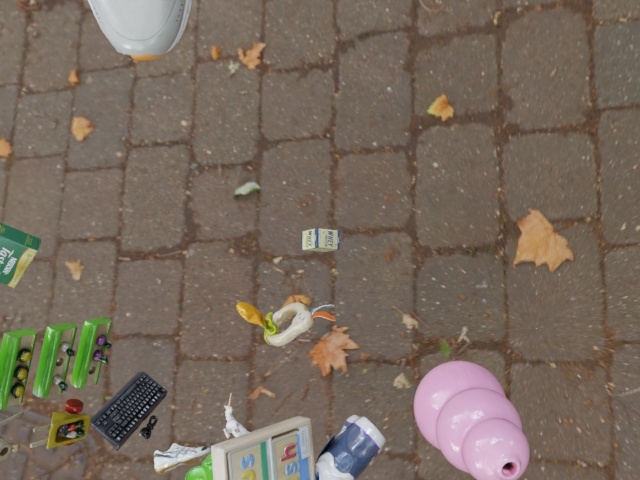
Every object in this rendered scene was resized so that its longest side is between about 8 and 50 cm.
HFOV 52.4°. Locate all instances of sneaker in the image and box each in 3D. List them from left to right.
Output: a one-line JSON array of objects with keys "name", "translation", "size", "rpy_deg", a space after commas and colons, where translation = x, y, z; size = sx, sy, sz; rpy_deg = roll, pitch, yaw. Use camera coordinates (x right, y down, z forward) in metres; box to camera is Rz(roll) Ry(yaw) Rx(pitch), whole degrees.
[{"name": "sneaker", "translation": [-0.163, -0.282, 0.520], "size": [0.099, 0.121, 0.263], "rpy_deg": [-3, 98, -1]}, {"name": "sneaker", "translation": [-0.203, 0.310, 0.952], "size": [0.083, 0.032, 0.037], "rpy_deg": [-11, 55, -21]}, {"name": "sneaker", "translation": [0.053, 0.596, 1.751], "size": [0.236, 0.323, 0.130], "rpy_deg": [-42, 77, -15]}]

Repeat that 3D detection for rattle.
[{"name": "rattle", "translation": [-0.079, 0.166, 1.575], "size": [0.199, 0.130, 0.143], "rpy_deg": [-21, 106, 41]}]

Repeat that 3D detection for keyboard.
[{"name": "keyboard", "translation": [-0.368, 0.342, 1.298], "size": [0.108, 0.180, 0.023], "rpy_deg": [44, 119, -2]}]

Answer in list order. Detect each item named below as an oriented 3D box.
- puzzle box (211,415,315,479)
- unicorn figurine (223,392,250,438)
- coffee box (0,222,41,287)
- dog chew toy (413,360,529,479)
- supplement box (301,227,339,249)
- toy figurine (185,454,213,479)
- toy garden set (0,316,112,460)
[{"name": "puzzle box", "translation": [-0.122, 0.657, 1.564], "size": [0.052, 0.272, 0.409], "rpy_deg": [-2, 94, 48]}, {"name": "unicorn figurine", "translation": [-0.221, 0.509, 1.755], "size": [0.060, 0.111, 0.162], "rpy_deg": [-34, 98, -4]}, {"name": "coffee box", "translation": [-0.625, 0.009, 1.194], "size": [0.113, 0.184, 0.040], "rpy_deg": [-47, 32, 25]}, {"name": "dog chew toy", "translation": [0.323, 0.388, 1.364], "size": [0.206, 0.332, 0.207], "rpy_deg": [-2, 102, -9]}, {"name": "supplement box", "translation": [0.000, 0.000, 1.889], "size": [0.083, 0.083, 0.056], "rpy_deg": [-11, 76, 56]}, {"name": "toy figurine", "translation": [-0.288, 0.706, 1.874], "size": [0.173, 0.159, 0.130], "rpy_deg": [-17, 43, -11]}, {"name": "toy garden set", "translation": [-0.404, 0.225, 0.923], "size": [0.049, 0.244, 0.204], "rpy_deg": [22, 102, 27]}]
